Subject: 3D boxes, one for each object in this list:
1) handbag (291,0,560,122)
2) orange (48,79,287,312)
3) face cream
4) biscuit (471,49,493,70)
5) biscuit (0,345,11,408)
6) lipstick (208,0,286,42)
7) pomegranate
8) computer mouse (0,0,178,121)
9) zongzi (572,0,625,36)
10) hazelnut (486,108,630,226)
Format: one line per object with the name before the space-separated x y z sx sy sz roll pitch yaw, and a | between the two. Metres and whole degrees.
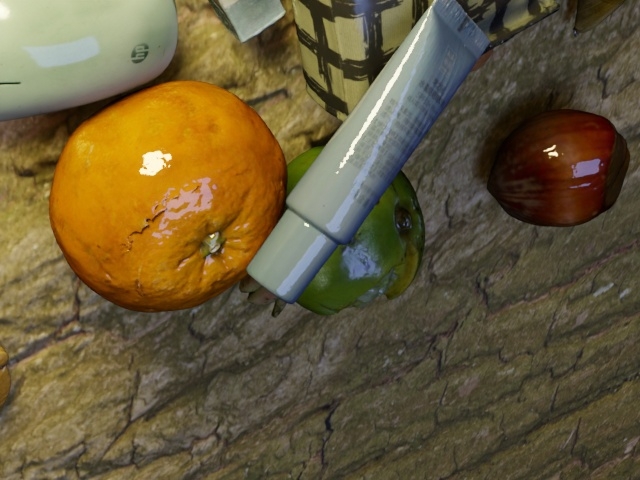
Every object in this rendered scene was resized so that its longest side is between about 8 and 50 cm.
handbag | 0.112 -0.344 1.562 0.327 0.162 0.325 -27 131 -19
orange | -0.176 -0.054 1.569 0.284 0.226 0.284 -29 145 -22
face cream | 0.054 -0.100 1.530 0.385 0.086 0.135 -54 145 1
biscuit | 0.150 -0.317 1.733 0.250 0.036 0.165 15 112 -39
biscuit | -0.499 0.223 1.729 0.249 0.035 0.184 -35 144 -8
lipstick | -0.127 -0.344 1.446 0.068 0.066 0.317 -36 143 -4
pomegranate | 0.000 0.000 1.822 0.236 0.236 0.302 4 158 -44
computer mouse | -0.281 -0.199 1.436 0.288 0.097 0.159 -21 142 -25
zongzi | 0.377 -0.374 1.846 0.194 0.099 0.197 16 124 -48
hazelnut | 0.360 -0.112 2.051 0.181 0.181 0.212 -59 152 -26
